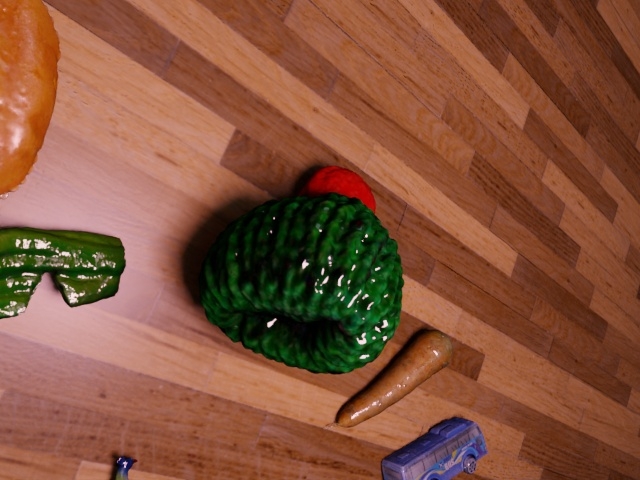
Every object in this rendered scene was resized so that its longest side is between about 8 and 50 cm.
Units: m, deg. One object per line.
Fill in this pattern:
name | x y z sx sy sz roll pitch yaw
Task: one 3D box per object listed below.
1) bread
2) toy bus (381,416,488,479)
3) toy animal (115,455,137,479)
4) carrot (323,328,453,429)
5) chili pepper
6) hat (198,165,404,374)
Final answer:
bread | -0.366 -0.157 0.534 0.178 0.133 0.250 16 85 -40
toy bus | 0.230 0.430 1.041 0.236 0.079 0.094 -15 100 -34
toy animal | -0.296 0.390 0.682 0.075 0.041 0.217 42 74 -29
carrot | 0.128 0.266 0.969 0.298 0.078 0.078 -31 111 -24
chili pepper | -0.347 0.035 0.594 0.253 0.083 0.099 -8 99 -40
hat | 0.000 0.000 0.748 0.242 0.273 0.332 85 22 -46
